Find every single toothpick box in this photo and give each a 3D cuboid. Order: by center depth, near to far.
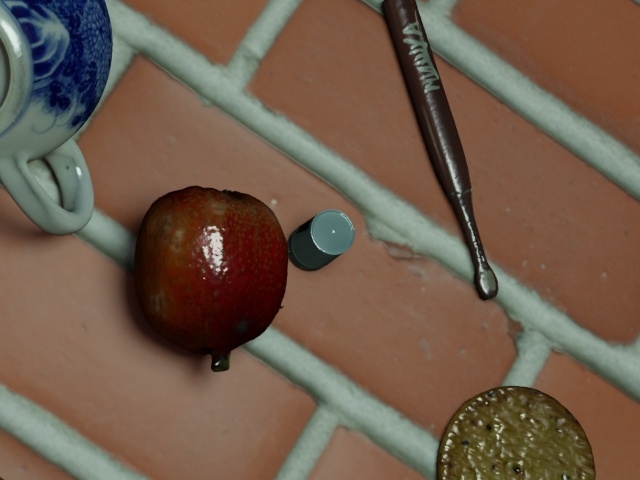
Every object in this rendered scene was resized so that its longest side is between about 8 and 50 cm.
[{"bbox_3d":[0.000,0.000,1.813,0.052,0.083,0.052,5,75,-18],"label":"toothpick box"}]

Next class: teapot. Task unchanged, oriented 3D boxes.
[{"bbox_3d":[-0.323,-0.201,1.680,0.252,0.280,0.424,-18,105,15],"label":"teapot"}]

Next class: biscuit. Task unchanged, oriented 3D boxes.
[{"bbox_3d":[0.213,0.251,1.856,0.188,0.027,0.187,4,77,-17],"label":"biscuit"}]

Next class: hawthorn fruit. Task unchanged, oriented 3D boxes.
[{"bbox_3d":[-0.115,0.039,1.726,0.169,0.169,0.188,8,79,-17],"label":"hawthorn fruit"}]

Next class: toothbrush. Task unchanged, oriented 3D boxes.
[{"bbox_3d":[0.139,-0.108,1.912,0.041,0.041,0.364,-15,83,-21],"label":"toothbrush"}]

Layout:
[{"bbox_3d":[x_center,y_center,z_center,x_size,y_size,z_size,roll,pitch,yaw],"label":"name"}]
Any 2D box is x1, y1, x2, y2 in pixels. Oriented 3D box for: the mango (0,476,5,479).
[{"bbox_3d":[-0.373,0.278,1.591,0.236,0.136,0.166,13,96,1],"label":"mango"}]
